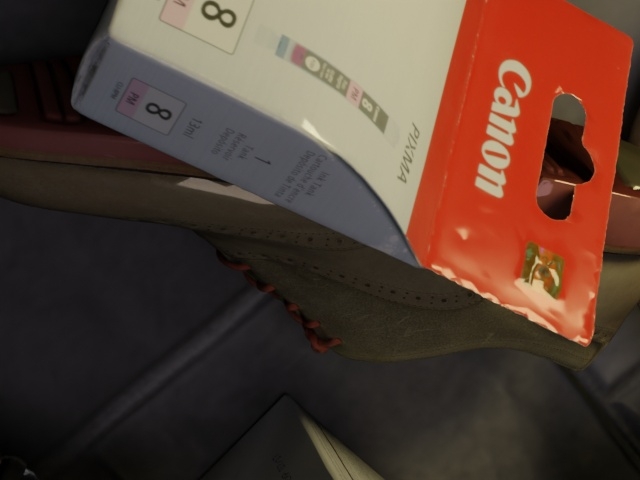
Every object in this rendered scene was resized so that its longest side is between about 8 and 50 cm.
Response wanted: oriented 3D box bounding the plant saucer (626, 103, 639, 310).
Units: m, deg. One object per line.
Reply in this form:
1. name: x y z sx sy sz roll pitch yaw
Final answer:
1. plant saucer: 0.287 -0.015 0.745 0.278 0.041 0.277 4 101 20

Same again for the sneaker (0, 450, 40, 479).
1. sneaker: -0.196 0.095 0.667 0.296 0.124 0.178 -3 116 -3

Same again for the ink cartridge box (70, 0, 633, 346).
1. ink cartridge box: 0.036 -0.087 0.631 0.232 0.189 0.066 23 144 -9

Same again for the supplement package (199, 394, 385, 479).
1. supplement package: 0.034 0.220 0.773 0.134 0.139 0.244 -45 113 3

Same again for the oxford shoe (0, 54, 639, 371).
1. oxford shoe: 0.000 0.000 0.698 0.348 0.123 0.130 10 114 -16
